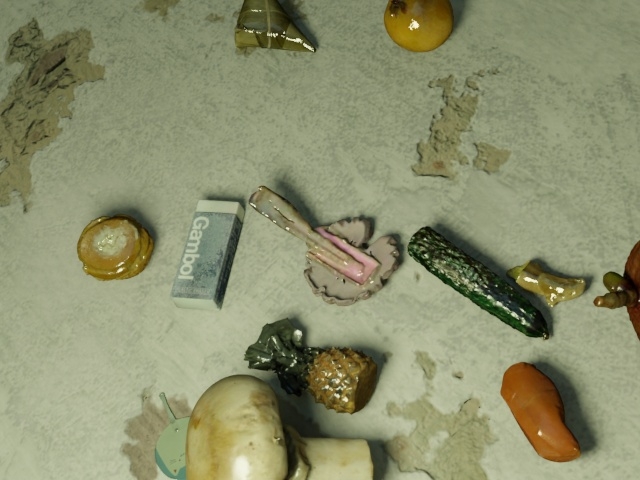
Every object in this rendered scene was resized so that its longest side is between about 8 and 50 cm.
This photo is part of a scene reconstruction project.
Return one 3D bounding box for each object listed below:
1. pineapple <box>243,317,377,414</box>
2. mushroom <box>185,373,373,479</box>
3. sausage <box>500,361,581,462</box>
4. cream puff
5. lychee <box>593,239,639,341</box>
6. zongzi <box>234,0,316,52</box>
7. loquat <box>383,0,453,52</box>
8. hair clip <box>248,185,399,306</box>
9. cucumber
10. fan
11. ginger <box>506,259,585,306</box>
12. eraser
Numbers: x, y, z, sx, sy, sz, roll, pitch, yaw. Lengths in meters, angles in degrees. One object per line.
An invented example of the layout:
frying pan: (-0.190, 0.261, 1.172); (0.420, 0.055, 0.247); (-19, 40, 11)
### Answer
pineapple: (-0.021, 0.213, 1.813); (0.237, 0.119, 0.111); (16, 112, 28)
mushroom: (-0.064, 0.347, 1.667); (0.290, 0.292, 0.293); (-3, 60, -4)
sausage: (0.344, 0.274, 1.677); (0.089, 0.089, 0.179); (-26, 53, 1)
cream puff: (-0.385, 0.017, 2.024); (0.144, 0.103, 0.126); (-15, 72, 9)
lychee: (0.563, 0.086, 1.624); (0.300, 0.255, 0.255); (-12, 59, 5)
zongzi: (-0.082, -0.464, 2.217); (0.176, 0.078, 0.160); (6, 64, 9)
loquat: (0.192, -0.437, 2.082); (0.141, 0.141, 0.141); (-7, 61, 13)
hair clip: (0.000, 0.002, 1.935); (0.300, 0.069, 0.173); (36, 78, 19)
cucumber: (0.272, 0.076, 1.819); (0.293, 0.067, 0.067); (37, 78, 29)
fan: (-0.248, 0.337, 1.864); (0.113, 0.005, 0.175); (-30, 58, -1)
ginger: (0.377, 0.070, 1.804); (0.137, 0.044, 0.057); (22, 52, 24)
eraser: (-0.210, 0.026, 1.999); (0.091, 0.046, 0.213); (3, 63, 18)
